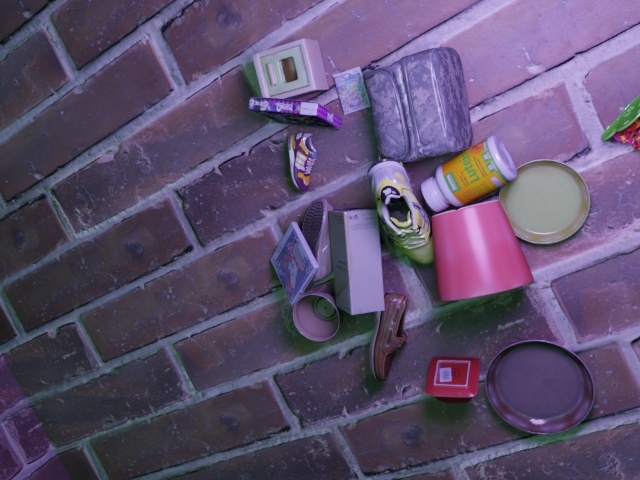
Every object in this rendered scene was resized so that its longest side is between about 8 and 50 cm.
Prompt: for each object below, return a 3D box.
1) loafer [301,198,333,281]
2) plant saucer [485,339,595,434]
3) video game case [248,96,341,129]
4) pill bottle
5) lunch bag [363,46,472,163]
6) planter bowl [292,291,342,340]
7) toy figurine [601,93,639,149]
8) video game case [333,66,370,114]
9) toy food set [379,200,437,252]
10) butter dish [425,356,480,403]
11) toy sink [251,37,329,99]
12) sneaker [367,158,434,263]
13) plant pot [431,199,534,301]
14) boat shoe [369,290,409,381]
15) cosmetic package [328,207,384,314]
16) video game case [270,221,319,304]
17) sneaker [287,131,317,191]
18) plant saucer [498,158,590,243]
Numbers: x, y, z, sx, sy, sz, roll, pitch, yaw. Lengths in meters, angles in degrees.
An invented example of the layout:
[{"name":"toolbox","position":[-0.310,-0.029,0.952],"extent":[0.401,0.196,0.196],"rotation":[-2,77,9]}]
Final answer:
[{"name":"loafer","position":[0.000,0.000,1.971],"extent":[0.102,0.092,0.268],"rotation":[8,92,45]},{"name":"plant saucer","position":[0.661,0.438,1.858],"extent":[0.311,0.050,0.310],"rotation":[6,106,20]},{"name":"video game case","position":[-0.069,-0.375,1.816],"extent":[0.211,0.232,0.041],"rotation":[9,93,18]},{"name":"pill bottle","position":[0.414,-0.178,1.732],"extent":[0.246,0.136,0.136],"rotation":[-30,92,31]},{"name":"lunch bag","position":[0.261,-0.362,1.715],"extent":[0.256,0.213,0.304],"rotation":[-6,103,36]},{"name":"planter bowl","position":[0.004,0.237,2.021],"extent":[0.162,0.109,0.161],"rotation":[6,106,20]},{"name":"toy figurine","position":[0.845,-0.273,1.571],"extent":[0.159,0.130,0.173],"rotation":[37,136,-2]},{"name":"video game case","position":[0.096,-0.452,1.853],"extent":[0.087,0.011,0.121],"rotation":[-13,99,24]},{"name":"toy food set","position":[0.279,-0.048,1.884],"extent":[0.192,0.038,0.132],"rotation":[-21,103,19]},{"name":"butter dish","position":[0.419,0.453,1.917],"extent":[0.160,0.160,0.118],"rotation":[-2,127,21]},{"name":"toy sink","position":[-0.116,-0.502,1.855],"extent":[0.234,0.131,0.152],"rotation":[-9,100,23]},{"name":"sneaker","position":[0.234,-0.049,1.747],"extent":[0.145,0.147,0.384],"rotation":[-22,129,19]},{"name":"plant pot","position":[0.435,0.026,1.729],"extent":[0.275,0.275,0.243],"rotation":[-15,87,24]},{"name":"boat shoe","position":[0.222,0.316,1.958],"extent":[0.105,0.111,0.307],"rotation":[7,107,20]},{"name":"cosmetic package","position":[0.109,0.057,1.873],"extent":[0.113,0.160,0.309],"rotation":[-6,95,-16]},{"name":"video game case","position":[-0.087,0.073,1.981],"extent":[0.183,0.023,0.201],"rotation":[-59,45,35]},{"name":"sneaker","position":[-0.048,-0.247,1.932],"extent":[0.084,0.070,0.185],"rotation":[-4,104,27]},{"name":"plant saucer","position":[0.628,-0.111,1.728],"extent":[0.241,0.037,0.240],"rotation":[6,107,20]}]
